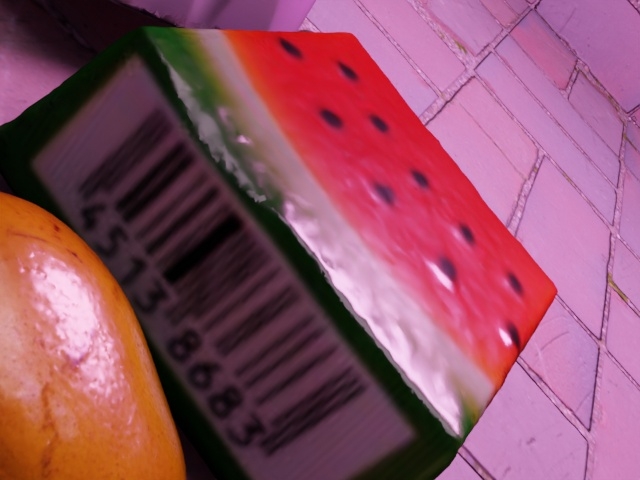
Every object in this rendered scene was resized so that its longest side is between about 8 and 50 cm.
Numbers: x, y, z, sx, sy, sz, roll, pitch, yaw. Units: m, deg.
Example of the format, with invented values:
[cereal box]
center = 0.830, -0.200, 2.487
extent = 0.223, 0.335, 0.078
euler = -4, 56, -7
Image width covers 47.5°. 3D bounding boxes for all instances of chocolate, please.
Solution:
[chocolate]
center = 0.000, 0.000, 0.561
extent = 0.360, 0.161, 0.341
euler = 53, 31, 6

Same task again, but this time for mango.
[mango]
center = -0.146, 0.073, 0.370
extent = 0.219, 0.112, 0.145
euler = 53, 31, -2

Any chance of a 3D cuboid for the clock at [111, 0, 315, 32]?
[clock]
center = -0.152, -0.298, 0.672
extent = 0.339, 0.102, 0.338
euler = 28, 22, -12
